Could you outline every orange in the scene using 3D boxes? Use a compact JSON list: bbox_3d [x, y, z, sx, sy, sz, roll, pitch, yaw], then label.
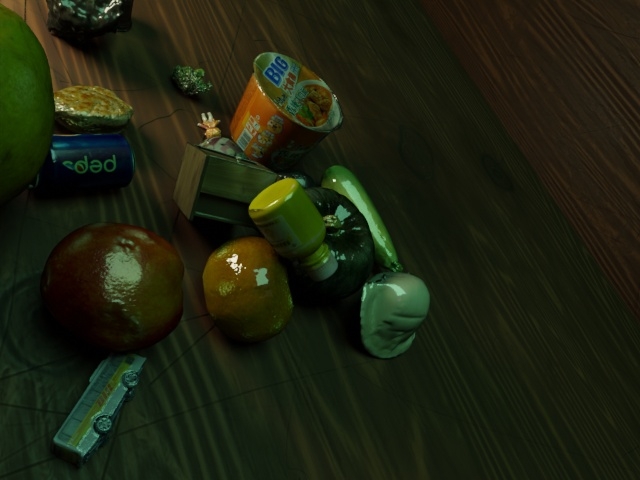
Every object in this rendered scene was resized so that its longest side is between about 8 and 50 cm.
[{"bbox_3d":[-0.158,0.091,1.098,0.158,0.179,0.237,64,13,-59],"label":"orange"}]

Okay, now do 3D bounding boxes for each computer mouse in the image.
[{"bbox_3d":[-0.063,-0.169,1.502,0.135,0.047,0.079,12,49,-31],"label":"computer mouse"}]

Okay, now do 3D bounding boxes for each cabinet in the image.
[{"bbox_3d":[-0.212,-0.122,1.163,0.175,0.148,0.215,13,11,-27],"label":"cabinet"}]

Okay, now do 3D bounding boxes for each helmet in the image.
[{"bbox_3d":[-0.248,-0.203,1.324,0.153,0.107,0.177,38,41,-5],"label":"helmet"}]

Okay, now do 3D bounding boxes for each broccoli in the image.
[{"bbox_3d":[-0.362,-0.450,1.460,0.092,0.097,0.095,-55,129,-45],"label":"broccoli"}]

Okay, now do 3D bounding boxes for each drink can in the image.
[{"bbox_3d":[-0.492,-0.158,1.064,0.205,0.118,0.118,-14,67,-47],"label":"drink can"}]

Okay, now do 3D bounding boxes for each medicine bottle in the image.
[{"bbox_3d":[-0.044,-0.012,1.081,0.212,0.122,0.122,56,34,-25],"label":"medicine bottle"}]

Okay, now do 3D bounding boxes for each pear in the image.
[{"bbox_3d":[-0.606,-0.191,0.818,0.352,0.352,0.413,36,74,-12],"label":"pear"}]

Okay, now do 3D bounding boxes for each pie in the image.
[{"bbox_3d":[-0.524,-0.298,1.189,0.193,0.079,0.163,-3,49,-41],"label":"pie"}]

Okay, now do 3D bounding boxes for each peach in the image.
[{"bbox_3d":[-0.358,0.084,0.908,0.243,0.199,0.243,24,46,-28],"label":"peach"}]

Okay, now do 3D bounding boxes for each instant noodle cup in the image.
[{"bbox_3d":[-0.113,-0.349,1.478,0.296,0.214,0.296,23,45,-25],"label":"instant noodle cup"}]

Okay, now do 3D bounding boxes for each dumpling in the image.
[{"bbox_3d":[0.172,0.189,1.330,0.243,0.175,0.227,9,92,-20],"label":"dumpling"}]

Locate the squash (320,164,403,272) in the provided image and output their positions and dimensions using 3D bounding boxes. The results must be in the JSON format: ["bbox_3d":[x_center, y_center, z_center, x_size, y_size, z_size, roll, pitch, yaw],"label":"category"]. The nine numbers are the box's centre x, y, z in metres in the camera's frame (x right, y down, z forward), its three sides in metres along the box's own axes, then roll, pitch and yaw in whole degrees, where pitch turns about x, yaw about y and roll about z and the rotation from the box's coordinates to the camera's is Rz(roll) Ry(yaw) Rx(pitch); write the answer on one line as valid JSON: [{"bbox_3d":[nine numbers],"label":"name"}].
[{"bbox_3d":[0.118,-0.057,1.514,0.118,0.118,0.370,-21,75,-48],"label":"squash"}]

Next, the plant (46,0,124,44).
[{"bbox_3d":[-0.588,-0.595,1.290,0.178,0.204,0.234,-19,26,-31],"label":"plant"}]

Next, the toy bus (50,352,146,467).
[{"bbox_3d":[-0.360,0.270,0.861,0.075,0.064,0.190,25,42,-6],"label":"toy bus"}]

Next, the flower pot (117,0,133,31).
[{"bbox_3d":[-0.562,-0.651,1.442,0.111,0.089,0.111,23,44,-25],"label":"flower pot"}]

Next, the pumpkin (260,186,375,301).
[{"bbox_3d":[0.000,0.000,1.285,0.300,0.207,0.300,18,46,-19],"label":"pumpkin"}]

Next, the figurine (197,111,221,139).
[{"bbox_3d":[-0.302,-0.314,1.423,0.064,0.047,0.109,-15,57,-15],"label":"figurine"}]
